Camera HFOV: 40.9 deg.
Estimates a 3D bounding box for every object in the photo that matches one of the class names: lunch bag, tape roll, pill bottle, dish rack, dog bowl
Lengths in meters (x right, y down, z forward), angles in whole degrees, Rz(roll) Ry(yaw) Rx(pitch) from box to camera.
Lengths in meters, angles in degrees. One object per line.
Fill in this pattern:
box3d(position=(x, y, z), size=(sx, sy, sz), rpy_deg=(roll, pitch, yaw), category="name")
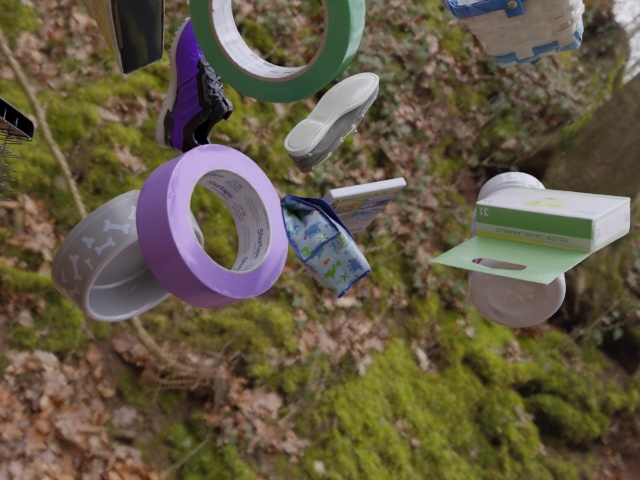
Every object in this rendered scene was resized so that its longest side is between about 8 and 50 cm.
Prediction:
box3d(position=(0.000, 0.000, 1.418), size=(0.151, 0.096, 0.129), rpy_deg=(48, -2, 46), category="lunch bag")
box3d(position=(-0.183, -0.024, 1.491), size=(0.090, 0.275, 0.275), rpy_deg=(-20, -64, 40), category="tape roll")
box3d(position=(0.347, 0.007, 1.535), size=(0.160, 0.160, 0.283), rpy_deg=(54, 29, -26), category="pill bottle")
box3d(position=(-0.081, -0.413, 1.551), size=(0.321, 0.321, 0.077), rpy_deg=(50, 35, -4), category="tape roll")
box3d(position=(-0.703, -0.158, 1.798), size=(0.074, 0.272, 0.208), rpy_deg=(7, -11, 12), category="dish rack")
box3d(position=(-0.410, 0.042, 1.892), size=(0.102, 0.348, 0.349), rpy_deg=(47, -8, 24), category="dog bowl")

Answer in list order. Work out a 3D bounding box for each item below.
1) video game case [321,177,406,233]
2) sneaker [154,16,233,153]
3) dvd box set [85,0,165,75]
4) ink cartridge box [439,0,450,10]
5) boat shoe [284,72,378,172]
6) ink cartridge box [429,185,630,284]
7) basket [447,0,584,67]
box3d(position=(0.058, -0.062, 1.855), size=(0.193, 0.212, 0.023), rpy_deg=(-48, -118, 46), category="video game case")
box3d(position=(-0.238, -0.312, 1.767), size=(0.146, 0.293, 0.102), rpy_deg=(23, 20, 23), category="sneaker")
box3d(position=(-0.289, -0.416, 0.929), size=(0.420, 0.062, 0.307), rpy_deg=(63, -12, 0), category="dvd box set")
box3d(position=(0.213, -0.408, 1.399), size=(0.028, 0.048, 0.083), rpy_deg=(53, 11, -27), category="ink cartridge box")
box3d(position=(0.037, -0.288, 2.078), size=(0.109, 0.305, 0.091), rpy_deg=(27, -25, 41), category="boat shoe")
box3d(position=(0.274, -0.015, 1.114), size=(0.171, 0.235, 0.056), rpy_deg=(11, -69, 40), category="ink cartridge box")
box3d(position=(0.273, -0.414, 1.238), size=(0.289, 0.201, 0.255), rpy_deg=(61, 31, -37), category="basket")
